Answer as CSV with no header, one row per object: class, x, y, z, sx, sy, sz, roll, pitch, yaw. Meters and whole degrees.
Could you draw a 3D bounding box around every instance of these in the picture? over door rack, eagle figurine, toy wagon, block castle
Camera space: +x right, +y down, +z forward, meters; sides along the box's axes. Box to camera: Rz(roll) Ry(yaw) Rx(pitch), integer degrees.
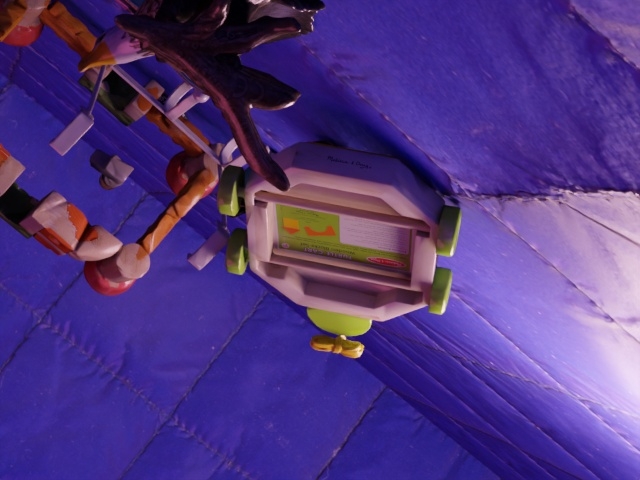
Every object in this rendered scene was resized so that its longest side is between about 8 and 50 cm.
over door rack,-0.186,-0.140,1.548,0.239,0.108,0.324,41,-156,-19
eagle figurine,-0.108,-0.207,1.014,0.298,0.225,0.226,-100,12,-57
toy wagon,0.022,0.020,1.427,0.267,0.068,0.344,11,145,8
block castle,-0.392,-0.151,1.900,0.453,0.303,0.213,42,159,-14

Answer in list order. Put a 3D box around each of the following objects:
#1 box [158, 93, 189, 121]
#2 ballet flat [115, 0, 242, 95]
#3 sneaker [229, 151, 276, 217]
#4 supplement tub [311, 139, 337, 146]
box,-0.252,-0.218,2.003,0.067,0.018,0.083,37,172,9
ballet flat,-0.165,-0.247,1.319,0.221,0.077,0.079,44,-171,-12
sneaker,0.000,0.000,1.762,0.302,0.121,0.108,36,172,13
supplement tub,0.037,-0.027,1.507,0.198,0.106,0.106,43,171,-33
